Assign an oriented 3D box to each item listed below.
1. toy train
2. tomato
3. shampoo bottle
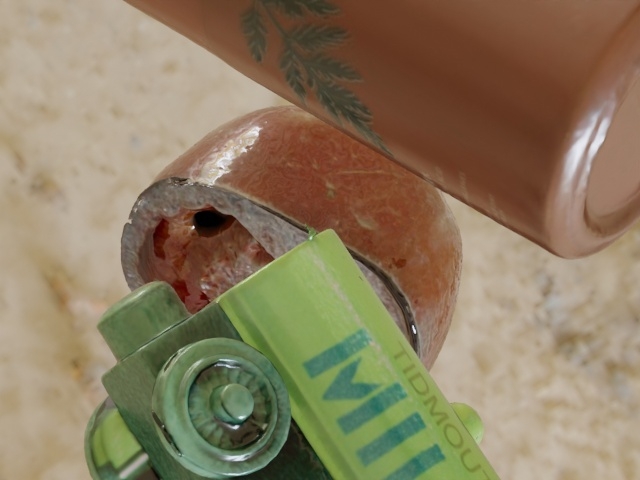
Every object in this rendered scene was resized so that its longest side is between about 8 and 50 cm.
[{"bbox_3d":[0.014,0.113,0.839,0.157,0.105,0.253,-31,86,-33],"label":"toy train"},{"bbox_3d":[0.000,0.000,1.274,0.214,0.181,0.155,34,52,5],"label":"tomato"},{"bbox_3d":[-0.010,-0.082,0.538,0.244,0.085,0.085,29,14,27],"label":"shampoo bottle"}]
